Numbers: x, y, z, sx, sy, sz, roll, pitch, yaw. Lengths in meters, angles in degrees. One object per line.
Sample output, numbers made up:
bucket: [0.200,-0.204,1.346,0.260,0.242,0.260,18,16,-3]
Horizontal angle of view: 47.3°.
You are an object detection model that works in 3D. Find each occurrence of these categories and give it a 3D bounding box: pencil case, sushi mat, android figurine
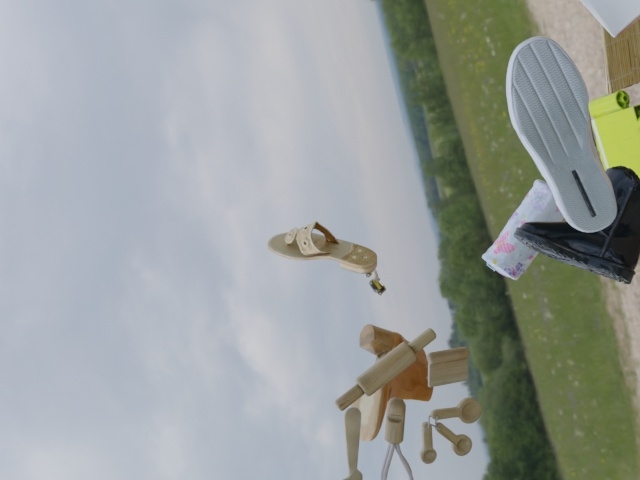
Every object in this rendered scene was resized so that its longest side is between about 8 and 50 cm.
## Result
pencil case: [0.542,-0.028,1.929,0.113,0.273,0.124,30,-174,-29]
sushi mat: [0.559,-0.441,1.357,0.019,0.151,0.316,7,112,56]
android figurine: [0.656,-0.199,1.598,0.273,0.056,0.248,-8,101,68]

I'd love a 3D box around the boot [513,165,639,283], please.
boot: [0.532,-0.050,1.437,0.207,0.246,0.094,-66,-25,-4]

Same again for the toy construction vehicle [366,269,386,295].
toy construction vehicle: [0.144,0.100,1.923,0.098,0.035,0.086,57,-173,-2]

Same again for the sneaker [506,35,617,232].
sneaker: [0.294,-0.132,0.916,0.091,0.094,0.258,-81,-32,-67]

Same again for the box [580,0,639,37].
box: [0.486,-0.458,0.947,0.168,0.345,0.215,50,-141,3]

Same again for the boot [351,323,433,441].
boot: [0.182,0.348,1.702,0.211,0.104,0.295,29,-132,-30]

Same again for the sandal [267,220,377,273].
sandal: [0.003,-0.004,1.488,0.088,0.240,0.079,-56,-28,-44]

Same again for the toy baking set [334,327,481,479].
toy baking set: [0.112,0.244,0.972,0.197,0.256,0.030,61,168,-14]
